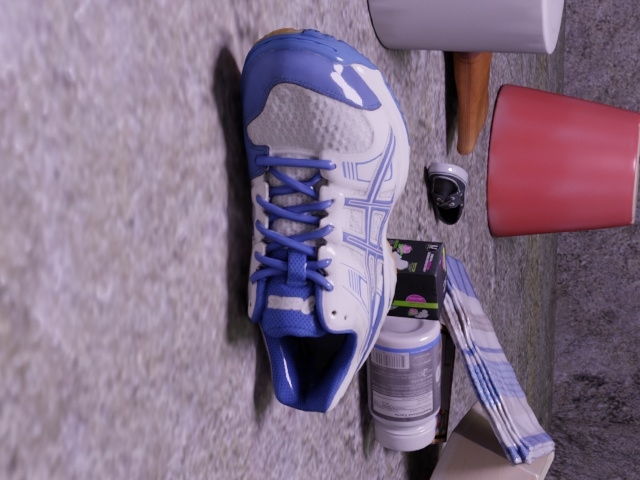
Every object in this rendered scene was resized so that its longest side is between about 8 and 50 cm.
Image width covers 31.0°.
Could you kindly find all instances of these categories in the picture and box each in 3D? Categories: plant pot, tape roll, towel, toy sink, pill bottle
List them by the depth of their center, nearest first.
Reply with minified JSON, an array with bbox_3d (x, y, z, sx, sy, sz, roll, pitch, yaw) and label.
[{"bbox_3d":[0.153,-0.307,1.137,0.246,0.169,0.246,5,90,-74],"label":"tape roll"},{"bbox_3d":[0.085,0.143,1.189,0.078,0.078,0.137,-56,147,-59],"label":"pill bottle"},{"bbox_3d":[0.209,0.143,1.433,0.285,0.034,0.209,66,15,16],"label":"towel"},{"bbox_3d":[0.222,0.326,1.542,0.152,0.131,0.234,-66,167,8],"label":"toy sink"},{"bbox_3d":[0.431,-0.131,2.013,0.275,0.243,0.275,4,90,-75],"label":"plant pot"}]

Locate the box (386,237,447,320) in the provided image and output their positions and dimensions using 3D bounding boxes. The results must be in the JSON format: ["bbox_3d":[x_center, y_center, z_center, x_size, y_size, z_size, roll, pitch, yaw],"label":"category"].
[{"bbox_3d":[0.078,0.037,1.125,0.052,0.083,0.062,-68,156,-47],"label":"box"}]

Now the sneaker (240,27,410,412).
[{"bbox_3d":[0.000,0.000,0.798,0.131,0.112,0.296,-69,157,-43],"label":"sneaker"}]

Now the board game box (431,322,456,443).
[{"bbox_3d":[0.125,0.171,1.393,0.193,0.045,0.146,31,65,-72],"label":"board game box"}]

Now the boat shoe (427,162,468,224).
[{"bbox_3d":[0.162,-0.058,1.455,0.142,0.049,0.040,56,42,-69],"label":"boat shoe"}]

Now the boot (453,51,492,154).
[{"bbox_3d":[0.178,-0.231,1.454,0.264,0.096,0.280,-78,171,-50],"label":"boot"}]
